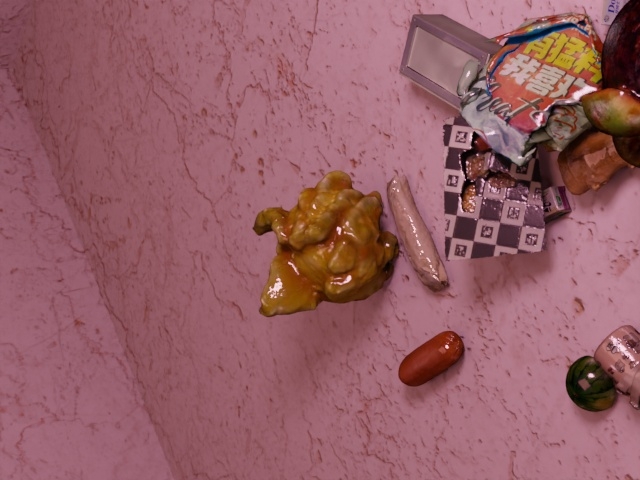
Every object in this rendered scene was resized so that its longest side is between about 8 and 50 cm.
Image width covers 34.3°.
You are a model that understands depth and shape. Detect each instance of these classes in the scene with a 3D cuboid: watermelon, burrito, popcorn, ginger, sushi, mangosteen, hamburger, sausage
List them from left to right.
[{"bbox_3d":[-0.005,-0.001,2.292,0.325,0.321,0.290,34,125,24],"label":"popcorn"},{"bbox_3d":[0.201,-0.019,2.222,0.082,0.059,0.275,126,127,-62],"label":"burrito"},{"bbox_3d":[0.237,0.254,2.217,0.197,0.076,0.076,-42,63,48],"label":"sausage"},{"bbox_3d":[0.325,-0.105,1.960,0.192,0.043,0.279,-6,81,21],"label":"sushi"},{"bbox_3d":[0.386,-0.257,1.810,0.276,0.150,0.260,-32,61,14],"label":"hamburger"},{"bbox_3d":[0.483,0.265,1.886,0.105,0.062,0.105,34,131,51],"label":"watermelon"},{"bbox_3d":[0.494,-0.153,1.781,0.333,0.081,0.148,3,77,51],"label":"ginger"},{"bbox_3d":[0.545,-0.237,1.496,0.311,0.311,0.311,15,109,52],"label":"mangosteen"}]

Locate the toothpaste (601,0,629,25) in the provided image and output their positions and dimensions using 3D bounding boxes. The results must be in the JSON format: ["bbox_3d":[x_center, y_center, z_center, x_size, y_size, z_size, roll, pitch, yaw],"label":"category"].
[{"bbox_3d":[0.507,-0.442,1.736,0.046,0.034,0.164,24,116,54],"label":"toothpaste"}]

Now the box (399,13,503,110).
[{"bbox_3d":[0.265,-0.347,2.044,0.225,0.086,0.129,40,127,42],"label":"box"}]

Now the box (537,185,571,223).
[{"bbox_3d":[0.388,-0.043,1.974,0.207,0.041,0.050,-32,66,51],"label":"box"}]

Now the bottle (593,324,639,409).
[{"bbox_3d":[0.546,0.226,1.768,0.152,0.099,0.099,51,134,31],"label":"bottle"}]
